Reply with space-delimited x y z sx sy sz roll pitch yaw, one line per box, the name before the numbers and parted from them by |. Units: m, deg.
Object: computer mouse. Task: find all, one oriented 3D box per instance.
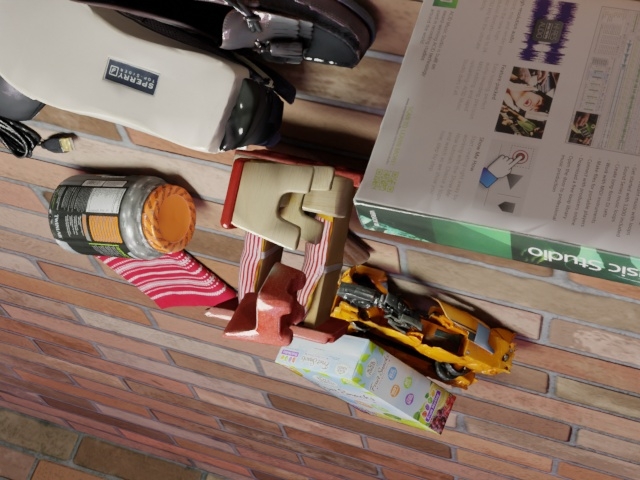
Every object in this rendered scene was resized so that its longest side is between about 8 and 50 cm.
computer mouse | -0.385 -0.162 1.402 0.262 0.060 0.184 -8 142 48

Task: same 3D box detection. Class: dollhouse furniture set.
dollhouse furniture set | -0.058 0.008 1.143 0.152 0.201 0.374 13 -174 12

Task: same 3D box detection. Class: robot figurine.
robot figurine | 0.121 0.124 1.559 0.291 0.085 0.211 26 155 -12

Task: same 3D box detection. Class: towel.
towel | -0.285 0.032 1.755 0.199 0.031 0.275 -5 145 42

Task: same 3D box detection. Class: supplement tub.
supplement tub | -0.273 -0.033 1.509 0.190 0.117 0.117 4 150 33

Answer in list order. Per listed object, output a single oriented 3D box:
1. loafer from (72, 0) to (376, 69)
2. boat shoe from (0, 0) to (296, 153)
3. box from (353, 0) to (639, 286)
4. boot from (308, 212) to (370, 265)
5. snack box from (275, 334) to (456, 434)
loafer | -0.101 -0.216 1.026 0.302 0.095 0.109 22 156 -1
boat shoe | -0.188 -0.176 1.137 0.340 0.127 0.158 27 -168 19
box | 0.213 -0.088 0.877 0.322 0.232 0.058 12 159 20
boot | 0.000 0.000 1.466 0.106 0.037 0.114 1 154 41
snack box | 0.066 0.202 1.589 0.207 0.070 0.174 36 161 -35
